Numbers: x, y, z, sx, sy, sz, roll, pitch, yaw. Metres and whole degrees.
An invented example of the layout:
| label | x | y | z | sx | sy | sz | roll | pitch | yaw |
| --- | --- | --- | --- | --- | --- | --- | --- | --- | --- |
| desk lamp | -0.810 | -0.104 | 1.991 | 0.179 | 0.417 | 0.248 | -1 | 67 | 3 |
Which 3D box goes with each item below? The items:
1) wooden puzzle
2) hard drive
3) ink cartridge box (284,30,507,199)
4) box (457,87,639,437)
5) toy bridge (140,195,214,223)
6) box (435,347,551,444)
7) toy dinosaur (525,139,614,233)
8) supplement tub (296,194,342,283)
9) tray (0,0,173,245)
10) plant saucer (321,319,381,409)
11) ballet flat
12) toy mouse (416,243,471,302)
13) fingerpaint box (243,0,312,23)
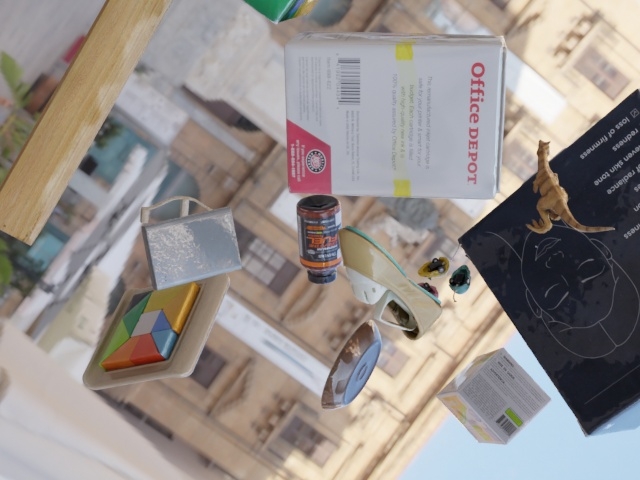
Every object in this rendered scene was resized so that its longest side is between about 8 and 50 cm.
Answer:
| label | x | y | z | sx | sy | sz | roll | pitch | yaw |
| --- | --- | --- | --- | --- | --- | --- | --- | --- | --- |
| wooden puzzle | -0.288 | 0.149 | 1.703 | 0.238 | 0.044 | 0.221 | -10 | -137 | 33 |
| hard drive | -0.186 | 0.010 | 1.436 | 0.135 | 0.094 | 0.022 | -14 | -169 | -27 |
| ink cartridge box | 0.139 | -0.230 | 1.798 | 0.160 | 0.384 | 0.279 | -62 | 153 | -68 |
| box | 0.616 | 0.053 | 1.931 | 0.480 | 0.472 | 0.297 | -42 | 152 | 23 |
| toy bridge | -0.297 | -0.064 | 2.157 | 0.026 | 0.188 | 0.063 | -155 | -112 | -73 |
| box | 0.274 | 0.254 | 1.598 | 0.103 | 0.114 | 0.203 | -42 | 174 | -10 |
| toy dinosaur | 0.345 | -0.055 | 1.449 | 0.112 | 0.064 | 0.211 | 91 | -16 | -51 |
| supplement tub | 0.000 | 0.000 | 2.301 | 0.106 | 0.106 | 0.198 | -78 | 166 | -64 |
| tray | -0.311 | -0.201 | 1.331 | 0.411 | 0.076 | 0.203 | -59 | -166 | 1 |
| plant saucer | 0.069 | 0.250 | 1.926 | 0.198 | 0.036 | 0.199 | -51 | 157 | -32 |
| ballet flat | 0.085 | 0.065 | 1.285 | 0.080 | 0.232 | 0.073 | 23 | -102 | 47 |
| toy mouse | 0.227 | 0.087 | 1.839 | 0.161 | 0.031 | 0.143 | -28 | -146 | -6 |
| fingerpaint box | 0.031 | -0.518 | 1.321 | 0.445 | 0.163 | 0.371 | -53 | -175 | 14 |
